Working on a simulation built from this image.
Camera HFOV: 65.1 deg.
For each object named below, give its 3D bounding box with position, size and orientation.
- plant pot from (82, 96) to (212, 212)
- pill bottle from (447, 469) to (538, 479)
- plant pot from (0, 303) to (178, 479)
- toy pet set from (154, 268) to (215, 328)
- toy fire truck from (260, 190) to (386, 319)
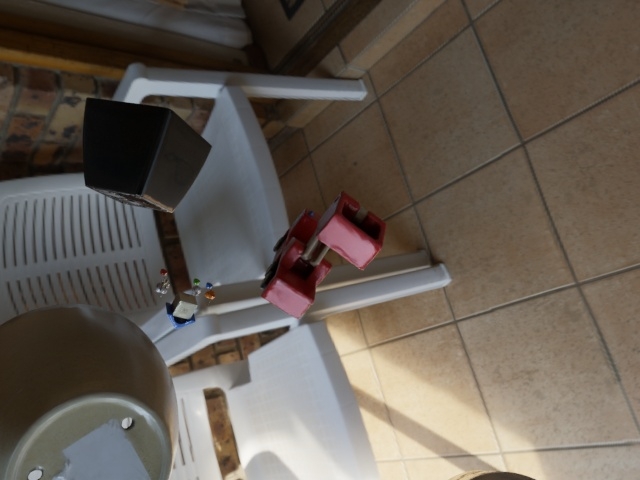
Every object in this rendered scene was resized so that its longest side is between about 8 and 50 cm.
[{"bbox_3d":[-0.355,-0.157,0.997,0.187,0.188,0.167,10,80,15],"label":"plant pot"},{"bbox_3d":[0.148,0.261,0.430,0.118,0.117,0.208,60,176,26],"label":"pill bottle"},{"bbox_3d":[-0.251,0.197,0.522,0.274,0.256,0.257,-9,86,58],"label":"plant pot"},{"bbox_3d":[-0.288,0.130,1.056,0.065,0.122,0.114,-58,32,16],"label":"toy pet set"},{"bbox_3d":[0.000,0.000,0.479,0.047,0.192,0.135,34,111,-10],"label":"toy fire truck"}]
